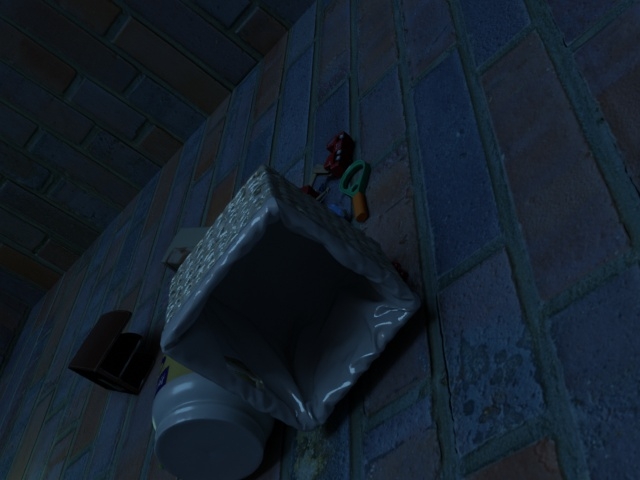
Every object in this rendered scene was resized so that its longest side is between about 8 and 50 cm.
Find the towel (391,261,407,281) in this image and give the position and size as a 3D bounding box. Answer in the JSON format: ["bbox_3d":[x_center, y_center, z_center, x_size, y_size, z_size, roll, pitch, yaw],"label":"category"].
[{"bbox_3d":[0.053,0.161,1.476,0.274,0.031,0.199,-61,24,-12],"label":"towel"}]

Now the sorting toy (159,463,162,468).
[{"bbox_3d":[-0.359,0.511,1.801,0.062,0.012,0.083,-3,56,60],"label":"sorting toy"}]

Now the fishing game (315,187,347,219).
[{"bbox_3d":[0.000,0.000,1.762,0.189,0.041,0.264,-42,36,28],"label":"fishing game"}]

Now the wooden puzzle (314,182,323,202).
[{"bbox_3d":[-0.027,-0.091,1.955,0.116,0.014,0.078,-42,32,26],"label":"wooden puzzle"}]

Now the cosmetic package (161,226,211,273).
[{"bbox_3d":[-0.326,0.051,2.151,0.129,0.153,0.296,-61,24,-14],"label":"cosmetic package"}]

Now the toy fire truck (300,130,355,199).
[{"bbox_3d":[0.017,-0.183,1.926,0.135,0.047,0.192,-28,36,32],"label":"toy fire truck"}]

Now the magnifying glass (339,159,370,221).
[{"bbox_3d":[0.085,-0.116,1.768,0.092,0.026,0.231,-44,28,23],"label":"magnifying glass"}]

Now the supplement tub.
[{"bbox_3d":[-0.209,0.294,1.526,0.241,0.241,0.331,-42,27,27],"label":"supplement tub"}]

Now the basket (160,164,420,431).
[{"bbox_3d":[-0.065,0.097,1.350,0.331,0.328,0.266,-52,20,11],"label":"basket"}]

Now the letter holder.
[{"bbox_3d":[-0.626,0.341,2.335,0.302,0.152,0.214,-11,47,57],"label":"letter holder"}]
